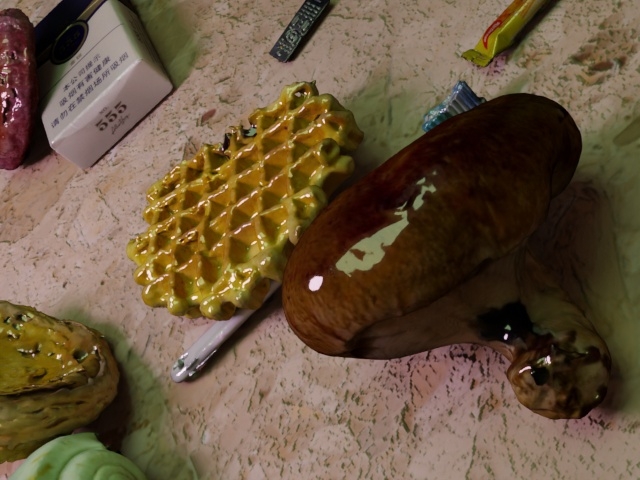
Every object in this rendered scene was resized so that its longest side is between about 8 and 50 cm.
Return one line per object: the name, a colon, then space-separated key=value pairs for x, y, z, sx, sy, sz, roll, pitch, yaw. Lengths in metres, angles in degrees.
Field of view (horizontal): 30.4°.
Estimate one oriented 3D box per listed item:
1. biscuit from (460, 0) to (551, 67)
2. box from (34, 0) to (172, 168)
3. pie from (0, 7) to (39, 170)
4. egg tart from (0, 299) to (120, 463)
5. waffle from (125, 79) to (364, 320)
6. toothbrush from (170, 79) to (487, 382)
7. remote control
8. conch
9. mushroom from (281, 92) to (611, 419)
biscuit: x=0.248 y=-0.280 z=1.150 sx=0.292 sy=0.026 sz=0.048 roll=-48 pitch=23 yaw=2
box: x=-0.299 y=-0.229 z=1.536 sx=0.168 sy=0.071 sz=0.259 roll=-42 pitch=44 yaw=10
pie: x=-0.416 y=-0.198 z=1.553 sx=0.219 sy=0.054 sz=0.204 roll=128 pitch=136 yaw=-52
egg tart: x=-0.354 y=0.157 z=1.225 sx=0.290 sy=0.290 sz=0.107 roll=30 pitch=121 yaw=47
waffle: x=-0.080 y=-0.041 z=1.209 sx=0.309 sy=0.065 sz=0.283 roll=21 pitch=78 yaw=52
toothbrush: x=0.003 y=0.003 z=1.155 sx=0.418 sy=0.040 sz=0.042 roll=-44 pitch=24 yaw=12
remote control: x=-0.022 y=-0.243 z=1.356 sx=0.034 sy=0.016 sz=0.091 roll=33 pitch=85 yaw=31
conch: x=-0.259 y=0.265 z=1.146 sx=0.250 sy=0.137 sz=0.144 roll=-22 pitch=74 yaw=52
mushroom: x=0.097 y=0.020 z=0.959 sx=0.267 sy=0.267 sz=0.255 roll=-8 pitch=91 yaw=36
